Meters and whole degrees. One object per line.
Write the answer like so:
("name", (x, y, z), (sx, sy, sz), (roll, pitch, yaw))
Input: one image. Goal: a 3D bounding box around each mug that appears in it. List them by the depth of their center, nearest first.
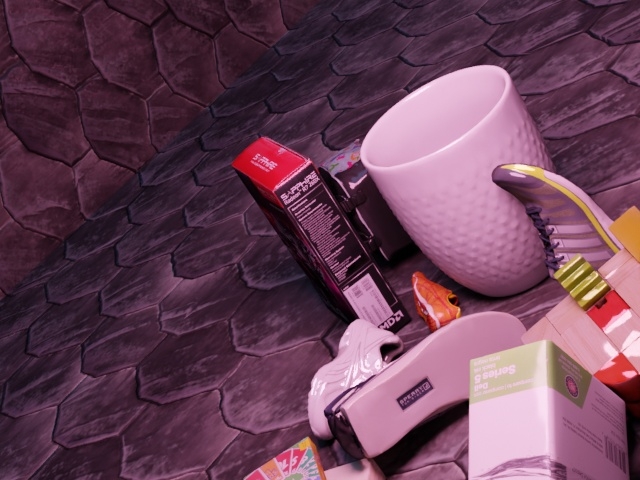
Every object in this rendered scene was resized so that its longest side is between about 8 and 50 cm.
("mug", (0.258, -0.100, 1.851), (0.276, 0.328, 0.374), (-31, 25, 7))

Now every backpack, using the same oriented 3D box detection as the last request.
("backpack", (0.104, -0.091, 2.149), (0.191, 0.225, 0.253), (-36, 15, -10))

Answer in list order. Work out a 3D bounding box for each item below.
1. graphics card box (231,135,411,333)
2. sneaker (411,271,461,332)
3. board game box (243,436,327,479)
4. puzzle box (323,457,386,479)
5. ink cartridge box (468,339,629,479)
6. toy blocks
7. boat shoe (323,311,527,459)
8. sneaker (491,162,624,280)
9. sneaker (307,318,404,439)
("graphics card box", (0.000, 0.000, 1.941), (0.094, 0.371, 0.233), (-39, 27, -9))
("sneaker", (0.202, 0.106, 1.893), (0.067, 0.064, 0.175), (-16, 30, -6))
("board game box", (-0.040, 0.398, 1.575), (0.124, 0.039, 0.259), (-34, 28, 4))
("puzzle box", (-0.101, 0.485, 1.593), (0.408, 0.052, 0.272), (-23, 28, 24))
("ink cartridge box", (0.265, 0.283, 1.238), (0.114, 0.198, 0.273), (-20, 49, 34))
("toy blocks", (0.449, 0.132, 1.425), (0.381, 0.190, 0.261), (-42, 33, 10))
("boat shoe", (0.153, 0.215, 1.684), (0.340, 0.127, 0.158), (-27, 2, -15))
("sneaker", (0.370, -0.005, 1.621), (0.121, 0.300, 0.111), (-51, 2, -4))
("sneaker", (0.064, 0.233, 1.796), (0.115, 0.090, 0.232), (10, 56, 33))
